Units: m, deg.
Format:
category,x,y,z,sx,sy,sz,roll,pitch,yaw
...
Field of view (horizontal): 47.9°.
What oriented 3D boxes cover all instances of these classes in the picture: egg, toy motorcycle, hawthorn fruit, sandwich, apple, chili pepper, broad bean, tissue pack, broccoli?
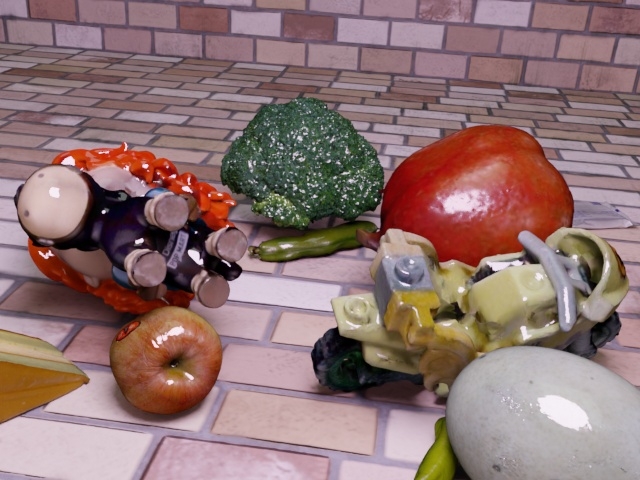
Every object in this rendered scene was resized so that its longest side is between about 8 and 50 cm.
category,x,y,z,sx,sy,sz,roll,pitch,yaw
egg,0.234,0.196,0.701,0.236,0.169,0.169,27,33,27
toy motorcycle,0.196,0.093,0.862,0.409,0.237,0.169,-5,48,-15
hawthorn fruit,0.236,-0.029,1.088,0.295,0.295,0.311,25,33,39
sandwich,-0.376,0.120,0.824,0.117,0.144,0.187,26,33,36
apple,-0.177,0.138,0.836,0.126,0.126,0.102,-9,8,-25
chili pepper,0.101,0.241,0.732,0.050,0.052,0.201,50,38,11
broad bean,0.002,0.001,1.247,0.254,0.047,0.065,-11,15,-27
tissue pack,0.525,-0.053,1.456,0.192,0.026,0.123,-2,25,-12
broccoli,-0.032,-0.122,1.298,0.294,0.245,0.265,-1,65,4

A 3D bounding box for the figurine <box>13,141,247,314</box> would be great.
category,x,y,z,sx,sy,sz,roll,pitch,yaw
figurine,-0.257,-0.014,0.959,0.306,0.241,0.412,7,3,-12
